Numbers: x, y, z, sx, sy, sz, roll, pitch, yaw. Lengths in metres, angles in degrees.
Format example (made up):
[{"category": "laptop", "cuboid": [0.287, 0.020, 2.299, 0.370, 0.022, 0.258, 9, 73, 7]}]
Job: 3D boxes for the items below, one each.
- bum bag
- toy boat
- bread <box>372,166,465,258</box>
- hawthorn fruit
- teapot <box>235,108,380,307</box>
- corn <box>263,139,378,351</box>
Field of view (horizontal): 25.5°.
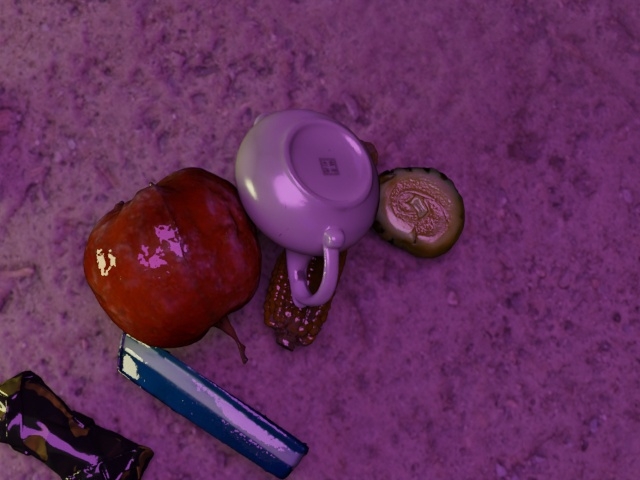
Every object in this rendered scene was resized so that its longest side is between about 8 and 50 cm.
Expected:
[{"category": "bum bag", "cuboid": [-0.341, 0.263, 1.879, 0.232, 0.060, 0.107, 31, 67, 1]}, {"category": "toy boat", "cuboid": [-0.153, 0.218, 1.891, 0.299, 0.096, 0.062, 33, 86, 8]}, {"category": "bread", "cuboid": [0.134, -0.040, 1.986, 0.139, 0.071, 0.130, 8, 78, -4]}, {"category": "hawthorn fruit", "cuboid": [-0.173, 0.049, 1.863, 0.242, 0.242, 0.271, -31, 88, -11]}, {"category": "teapot", "cuboid": [-0.020, -0.062, 1.861, 0.204, 0.139, 0.298, 9, 60, -32]}, {"category": "corn", "cuboid": [0.000, 0.000, 1.958, 0.097, 0.097, 0.320, 21, 74, 1]}]
